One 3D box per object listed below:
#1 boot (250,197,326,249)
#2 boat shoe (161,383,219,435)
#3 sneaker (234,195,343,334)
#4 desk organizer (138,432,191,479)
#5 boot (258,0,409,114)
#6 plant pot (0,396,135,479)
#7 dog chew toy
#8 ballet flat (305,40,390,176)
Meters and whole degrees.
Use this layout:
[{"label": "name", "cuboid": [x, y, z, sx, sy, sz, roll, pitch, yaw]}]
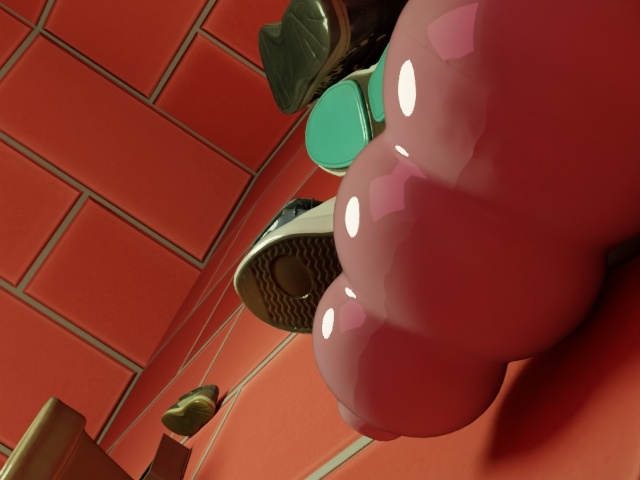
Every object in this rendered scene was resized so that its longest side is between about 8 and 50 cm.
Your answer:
[{"label": "boot", "cuboid": [-0.001, -0.033, 1.854, 0.219, 0.106, 0.082, -54, 8, 18]}, {"label": "boat shoe", "cuboid": [-0.195, 0.261, 2.076, 0.152, 0.056, 0.049, -30, 21, 52]}, {"label": "sneaker", "cuboid": [0.054, -0.005, 1.169, 0.290, 0.106, 0.123, -24, 14, 36]}, {"label": "desk organizer", "cuboid": [-0.229, 0.335, 1.961, 0.047, 0.050, 0.130, -54, 8, 16]}, {"label": "boot", "cuboid": [0.073, -0.302, 1.927, 0.284, 0.138, 0.377, -20, -5, -16]}, {"label": "plant pot", "cuboid": [-0.314, 0.364, 1.695, 0.263, 0.229, 0.263, -54, 8, 12]}, {"label": "dog chew toy", "cuboid": [0.102, -0.019, 0.847, 0.332, 0.207, 0.206, -62, 6, 16]}, {"label": "ballet flat", "cuboid": [0.104, -0.177, 1.774, 0.139, 0.139, 0.400, -60, 10, -24]}]
